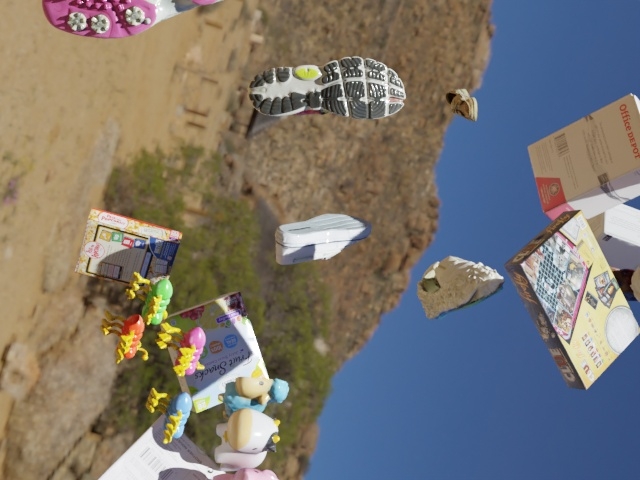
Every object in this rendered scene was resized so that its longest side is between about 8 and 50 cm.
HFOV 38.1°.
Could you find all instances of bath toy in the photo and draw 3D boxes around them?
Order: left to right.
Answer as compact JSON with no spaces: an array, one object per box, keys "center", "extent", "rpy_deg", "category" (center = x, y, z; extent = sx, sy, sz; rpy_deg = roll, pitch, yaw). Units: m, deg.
[{"center":[-0.116,0.404,1.535],"extent":[0.151,0.128,0.348],"rpy_deg":[84,6,-58],"category":"bath toy"}]

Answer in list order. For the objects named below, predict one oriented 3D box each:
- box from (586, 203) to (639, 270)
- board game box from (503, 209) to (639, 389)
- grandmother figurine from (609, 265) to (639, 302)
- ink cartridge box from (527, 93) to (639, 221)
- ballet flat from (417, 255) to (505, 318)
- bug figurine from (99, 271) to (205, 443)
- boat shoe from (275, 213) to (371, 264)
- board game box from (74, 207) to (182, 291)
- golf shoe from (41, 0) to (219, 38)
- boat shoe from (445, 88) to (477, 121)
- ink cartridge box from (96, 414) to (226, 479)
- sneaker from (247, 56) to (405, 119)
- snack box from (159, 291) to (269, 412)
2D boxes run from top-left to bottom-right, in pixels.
[{"center":[0.820,0.000,2.572],"extent":[0.181,0.181,0.119],"rpy_deg":[120,-13,-58],"category":"box"},{"center":[0.414,0.096,1.510],"extent":[0.165,0.243,0.042],"rpy_deg":[-37,-165,-27],"category":"board game box"},{"center":[0.654,0.093,2.000],"extent":[0.342,0.207,0.104],"rpy_deg":[153,-57,-78],"category":"grandmother figurine"},{"center":[0.655,-0.182,2.188],"extent":[0.283,0.117,0.207],"rpy_deg":[-27,-130,31],"category":"ink cartridge box"},{"center":[0.311,0.110,2.235],"extent":[0.409,0.146,0.147],"rpy_deg":[131,-25,-75],"category":"ballet flat"},{"center":[-0.266,0.188,1.540],"extent":[0.279,0.072,0.216],"rpy_deg":[50,-52,36],"category":"bug figurine"},{"center":[0.000,0.000,1.815],"extent":[0.083,0.226,0.076],"rpy_deg":[38,-56,45],"category":"boat shoe"},{"center":[-0.404,0.025,1.949],"extent":[0.045,0.193,0.147],"rpy_deg":[-91,-159,-56],"category":"board game box"},{"center":[-0.239,-0.358,1.327],"extent":[0.140,0.306,0.115],"rpy_deg":[-101,178,-79],"category":"golf shoe"},{"center":[0.290,-0.277,1.913],"extent":[0.135,0.045,0.050],"rpy_deg":[-107,-164,-66],"category":"boat shoe"},{"center":[-0.300,0.458,1.536],"extent":[0.311,0.186,0.065],"rpy_deg":[-44,177,-43],"category":"ink cartridge box"},{"center":[0.011,-0.269,1.647],"extent":[0.118,0.278,0.107],"rpy_deg":[-79,171,-84],"category":"sneaker"},{"center":[-0.222,0.231,1.942],"extent":[0.070,0.174,0.207],"rpy_deg":[-6,-77,66],"category":"snack box"}]
